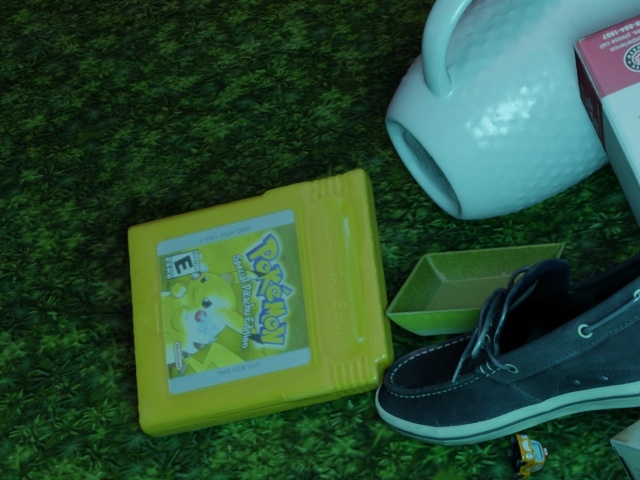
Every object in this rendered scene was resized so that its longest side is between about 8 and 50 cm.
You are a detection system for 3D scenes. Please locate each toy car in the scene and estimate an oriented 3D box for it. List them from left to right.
[{"bbox_3d":[0.222,0.212,1.871,0.041,0.060,0.122,-7,38,-6],"label":"toy car"}]

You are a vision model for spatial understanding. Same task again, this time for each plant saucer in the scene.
[{"bbox_3d":[0.194,0.065,2.051,0.188,0.045,0.188,-5,20,21],"label":"plant saucer"}]

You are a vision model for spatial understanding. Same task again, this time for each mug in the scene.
[{"bbox_3d":[0.246,-0.217,2.145,0.328,0.374,0.276,-37,50,-8],"label":"mug"}]

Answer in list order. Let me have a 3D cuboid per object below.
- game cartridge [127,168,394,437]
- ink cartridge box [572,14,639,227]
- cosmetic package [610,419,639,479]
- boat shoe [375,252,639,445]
[{"bbox_3d":[-0.078,0.076,2.087,0.324,0.052,0.285,-15,64,16],"label":"game cartridge"},{"bbox_3d":[0.486,-0.086,1.904,0.279,0.160,0.384,-21,65,2],"label":"ink cartridge box"},{"bbox_3d":[0.459,0.187,1.671,0.296,0.153,0.129,-30,9,-11],"label":"cosmetic package"},{"bbox_3d":[0.238,0.104,1.821,0.500,0.156,0.187,-18,19,47],"label":"boat shoe"}]
